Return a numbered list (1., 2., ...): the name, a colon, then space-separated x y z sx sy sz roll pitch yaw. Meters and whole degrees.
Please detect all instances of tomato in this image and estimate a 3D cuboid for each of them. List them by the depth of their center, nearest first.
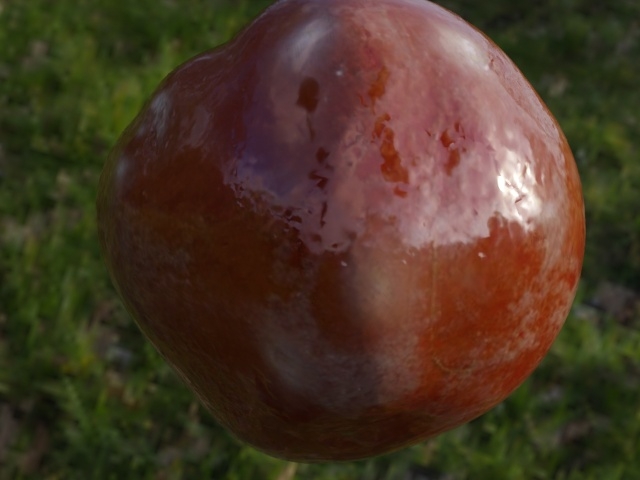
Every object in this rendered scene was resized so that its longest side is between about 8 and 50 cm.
1. tomato: 0.000 0.000 0.700 0.187 0.151 0.187 -4 -20 -1
